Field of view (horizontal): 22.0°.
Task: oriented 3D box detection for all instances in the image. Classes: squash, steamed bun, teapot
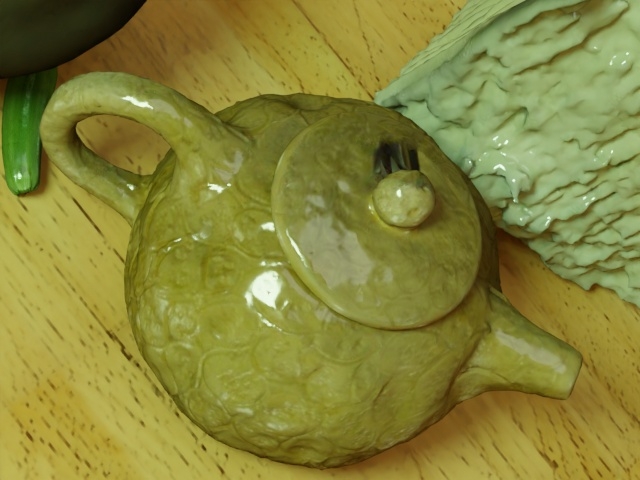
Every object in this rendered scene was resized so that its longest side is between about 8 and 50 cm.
[{"bbox_3d":[-0.159,-0.065,0.887,0.027,0.027,0.089,16,62,-22],"label":"squash"},{"bbox_3d":[0.222,-0.081,0.972,0.272,0.290,0.273,53,42,-14],"label":"steamed bun"},{"bbox_3d":[0.000,0.000,0.855,0.311,0.167,0.203,33,54,-11],"label":"teapot"}]

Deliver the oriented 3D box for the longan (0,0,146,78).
[{"bbox_3d":[-0.179,-0.201,0.828,0.248,0.248,0.248,13,60,-24],"label":"longan"}]
